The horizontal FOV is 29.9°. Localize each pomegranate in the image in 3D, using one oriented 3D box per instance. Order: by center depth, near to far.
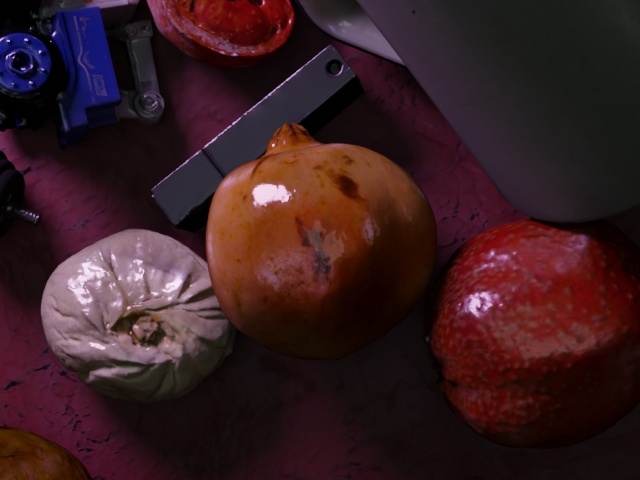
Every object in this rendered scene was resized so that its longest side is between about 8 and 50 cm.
[{"bbox_3d":[-0.001,0.006,1.071,0.209,0.209,0.209,0,91,4],"label":"pomegranate"}]

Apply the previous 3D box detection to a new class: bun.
[{"bbox_3d":[-0.173,0.073,1.129,0.188,0.111,0.164,29,90,7],"label":"bun"}]

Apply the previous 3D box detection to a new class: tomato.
[{"bbox_3d":[-0.101,-0.230,1.127,0.139,0.091,0.159,-11,83,-28],"label":"tomato"}]

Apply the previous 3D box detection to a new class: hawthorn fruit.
[{"bbox_3d":[0.218,0.073,1.058,0.253,0.205,0.205,-18,89,4],"label":"hawthorn fruit"}]

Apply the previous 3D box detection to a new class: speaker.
[{"bbox_3d":[-0.058,-0.095,1.132,0.218,0.082,0.044,-39,82,4],"label":"speaker"}]

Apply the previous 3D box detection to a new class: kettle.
[{"bbox_3d":[0.116,-0.225,0.986,0.376,0.361,0.250,44,67,-34],"label":"kettle"}]

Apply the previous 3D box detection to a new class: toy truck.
[{"bbox_3d":[-0.241,-0.199,1.125,0.176,0.161,0.213,-12,89,-15],"label":"toy truck"}]

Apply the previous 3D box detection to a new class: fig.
[{"bbox_3d":[-0.304,0.217,1.120,0.190,0.191,0.290,-17,73,4],"label":"fig"}]

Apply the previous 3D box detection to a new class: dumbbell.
[{"bbox_3d":[-0.364,-0.058,1.149,0.208,0.099,0.099,22,92,4],"label":"dumbbell"}]
